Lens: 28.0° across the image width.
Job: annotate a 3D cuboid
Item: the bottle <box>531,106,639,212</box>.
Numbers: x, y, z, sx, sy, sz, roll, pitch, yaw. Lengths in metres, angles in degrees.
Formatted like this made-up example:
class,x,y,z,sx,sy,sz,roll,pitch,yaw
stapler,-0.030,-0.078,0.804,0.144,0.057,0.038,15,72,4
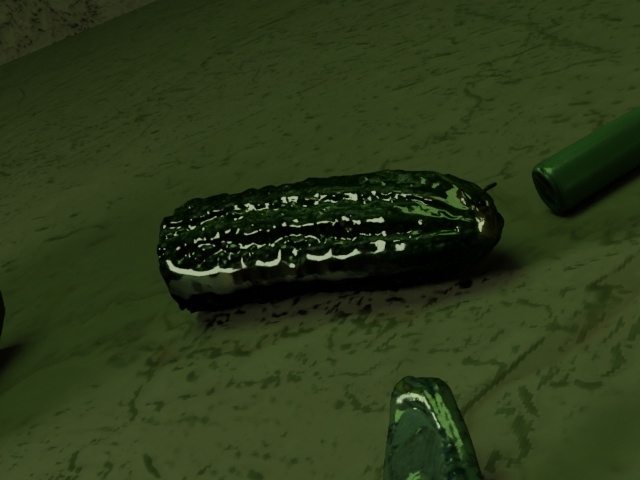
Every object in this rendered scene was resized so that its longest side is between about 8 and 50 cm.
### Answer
class,x,y,z,sx,sy,sz,roll,pitch,yaw
bottle,0.158,-0.047,0.708,0.083,0.030,0.030,-30,19,-11

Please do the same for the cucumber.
class,x,y,z,sx,sy,sz,roll,pitch,yaw
cucumber,0.000,-0.001,0.746,0.265,0.077,0.077,-8,26,39

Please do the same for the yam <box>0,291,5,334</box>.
class,x,y,z,sx,sy,sz,roll,pitch,yaw
yam,-0.294,0.082,0.859,0.107,0.107,0.194,-20,21,20

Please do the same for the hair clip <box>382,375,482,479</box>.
class,x,y,z,sx,sy,sz,roll,pitch,yaw
hair clip,0.035,0.122,0.423,0.066,0.036,0.229,-25,25,18
